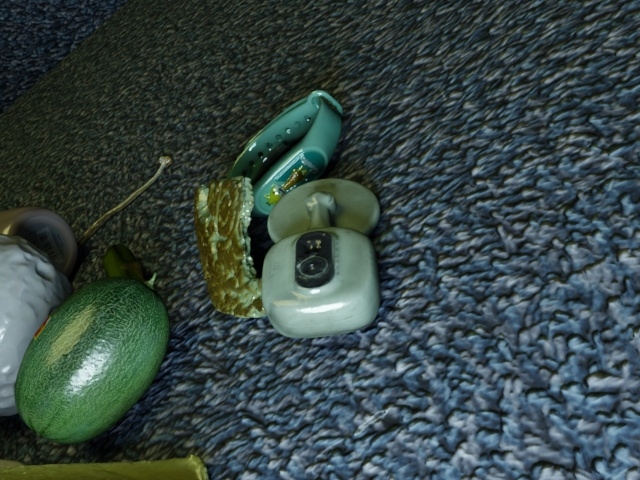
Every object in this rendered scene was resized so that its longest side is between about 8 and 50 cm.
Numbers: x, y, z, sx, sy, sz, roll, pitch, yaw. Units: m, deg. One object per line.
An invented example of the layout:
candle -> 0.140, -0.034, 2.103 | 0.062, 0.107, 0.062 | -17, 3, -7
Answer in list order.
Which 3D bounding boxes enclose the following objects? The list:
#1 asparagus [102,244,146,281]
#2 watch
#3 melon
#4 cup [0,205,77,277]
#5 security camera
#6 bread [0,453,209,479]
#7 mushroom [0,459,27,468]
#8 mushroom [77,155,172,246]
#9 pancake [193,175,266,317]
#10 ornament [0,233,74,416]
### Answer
asparagus -> -0.327, 0.080, 1.624 | 0.067, 0.060, 0.277 | -29, 29, -7
watch -> -0.056, -0.135, 1.523 | 0.237, 0.068, 0.195 | -44, 27, 14
melon -> -0.327, 0.166, 1.395 | 0.287, 0.182, 0.182 | -51, 30, -8
cup -> -0.616, 0.058, 1.926 | 0.200, 0.192, 0.252 | -10, 76, 43
security camera -> 0.000, 0.000, 1.226 | 0.157, 0.080, 0.301 | -10, 40, 8
bread -> -0.335, 0.313, 1.133 | 0.362, 0.245, 0.233 | -39, -3, 10
mushroom -> -0.528, 0.400, 1.444 | 0.350, 0.128, 0.128 | -16, 42, 49
mushroom -> -0.410, -0.077, 1.958 | 0.286, 0.026, 0.028 | -42, 14, 12
pancake -> -0.124, -0.006, 1.398 | 0.376, 0.054, 0.197 | 60, 139, 48
ornament -> -0.598, 0.140, 1.651 | 0.337, 0.337, 0.337 | -33, 33, 24
